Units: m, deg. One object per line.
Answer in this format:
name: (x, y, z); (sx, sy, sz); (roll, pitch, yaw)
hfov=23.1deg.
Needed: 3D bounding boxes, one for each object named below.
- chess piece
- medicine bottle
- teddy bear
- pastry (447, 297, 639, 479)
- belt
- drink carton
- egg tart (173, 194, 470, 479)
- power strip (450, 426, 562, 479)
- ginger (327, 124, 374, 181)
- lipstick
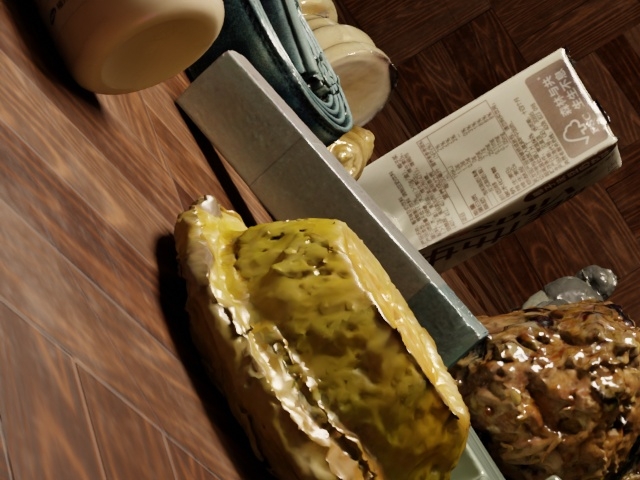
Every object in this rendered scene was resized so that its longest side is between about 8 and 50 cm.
chess piece: (-0.021, -0.264, 2.010); (0.261, 0.143, 0.143); (57, 6, 37)
medicine bottle: (-0.164, -0.227, 1.054); (0.252, 0.114, 0.114); (62, 9, 17)
teddy bear: (0.297, 0.147, 2.106); (0.144, 0.251, 0.171); (59, 23, 8)
pastry: (0.198, 0.157, 1.427); (0.275, 0.275, 0.193); (-18, 96, -81)
belt: (-0.064, -0.195, 1.519); (0.267, 0.116, 0.206); (65, 15, 22)
drink carton: (0.180, -0.070, 1.788); (0.132, 0.324, 0.194); (62, 9, 12)
egg tart: (0.008, 0.081, 1.017); (0.288, 0.118, 0.288); (53, 8, -11)
power strip: (0.134, 0.218, 1.184); (0.229, 0.141, 0.261); (58, 5, 5)
ginger: (0.007, -0.089, 1.678); (0.190, 0.095, 0.069); (-54, 149, -76)
lipstick: (0.010, -0.020, 1.303); (0.317, 0.068, 0.066); (49, 10, 8)
